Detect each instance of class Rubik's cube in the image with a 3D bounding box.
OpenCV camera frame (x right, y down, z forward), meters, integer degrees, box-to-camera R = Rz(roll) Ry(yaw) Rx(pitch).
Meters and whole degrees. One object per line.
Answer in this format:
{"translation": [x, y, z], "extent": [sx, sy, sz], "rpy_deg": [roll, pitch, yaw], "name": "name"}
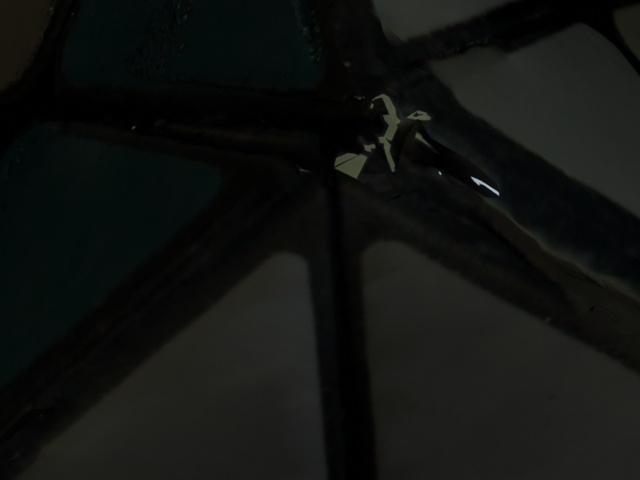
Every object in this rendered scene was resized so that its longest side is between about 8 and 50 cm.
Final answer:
{"translation": [0.000, 0.000, 0.717], "extent": [0.310, 0.305, 0.307], "rpy_deg": [26, 38, -32], "name": "Rubik's cube"}
